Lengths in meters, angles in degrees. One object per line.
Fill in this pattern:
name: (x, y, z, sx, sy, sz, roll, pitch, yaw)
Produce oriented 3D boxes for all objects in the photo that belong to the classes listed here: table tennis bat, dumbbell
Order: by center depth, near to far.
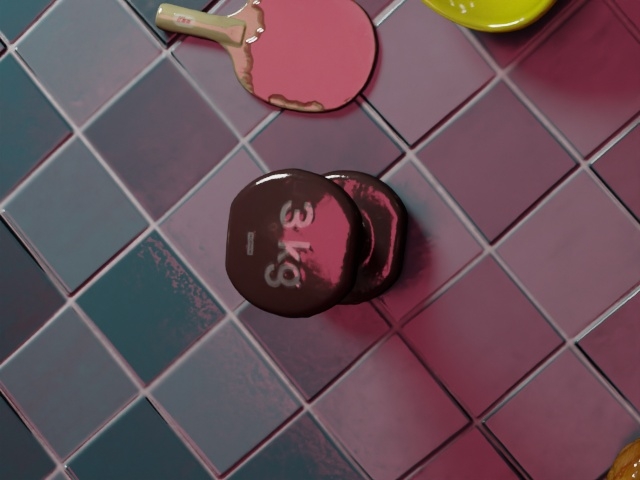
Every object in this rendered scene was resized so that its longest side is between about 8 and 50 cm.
dumbbell: (0.000, 0.000, 1.667, 0.124, 0.225, 0.140, 8, 95, 16)
table tennis bat: (-0.057, -0.206, 1.785, 0.234, 0.022, 0.131, 13, 94, 11)

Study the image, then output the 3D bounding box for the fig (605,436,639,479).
fig: (0.300, 0.275, 1.670, 0.201, 0.134, 0.146, -28, 55, 32)

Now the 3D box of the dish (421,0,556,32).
dish: (0.185, -0.339, 1.661, 0.221, 0.108, 0.262, 44, 119, 7)
